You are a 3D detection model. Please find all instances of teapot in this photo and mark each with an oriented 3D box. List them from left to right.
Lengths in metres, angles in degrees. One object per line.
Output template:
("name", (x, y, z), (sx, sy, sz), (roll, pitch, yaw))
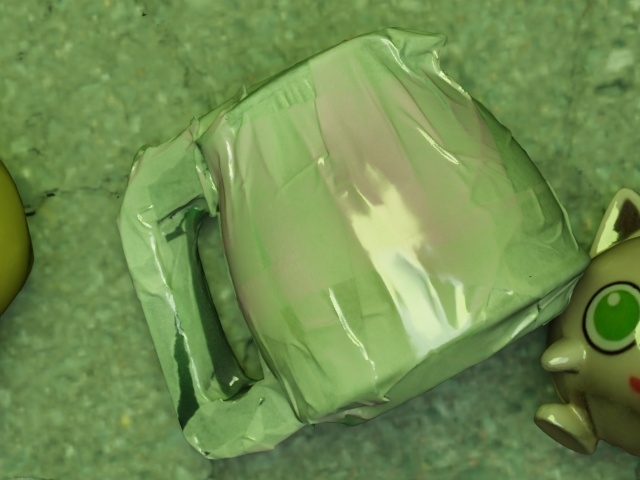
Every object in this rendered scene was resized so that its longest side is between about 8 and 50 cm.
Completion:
("teapot", (0.011, -0.005, 0.862), (0.163, 0.221, 0.178), (-25, 85, -36))

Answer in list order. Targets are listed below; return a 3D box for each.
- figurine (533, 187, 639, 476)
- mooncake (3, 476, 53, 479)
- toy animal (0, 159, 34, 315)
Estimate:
("figurine", (0.176, 0.052, 0.863), (0.125, 0.125, 0.138), (28, 83, -3))
("mooncake", (-0.092, 0.293, 0.918), (0.150, 0.057, 0.347), (-8, 93, -12))
("toy animal", (-0.239, -0.045, 0.839), (0.169, 0.195, 0.281), (-20, 92, -38))
